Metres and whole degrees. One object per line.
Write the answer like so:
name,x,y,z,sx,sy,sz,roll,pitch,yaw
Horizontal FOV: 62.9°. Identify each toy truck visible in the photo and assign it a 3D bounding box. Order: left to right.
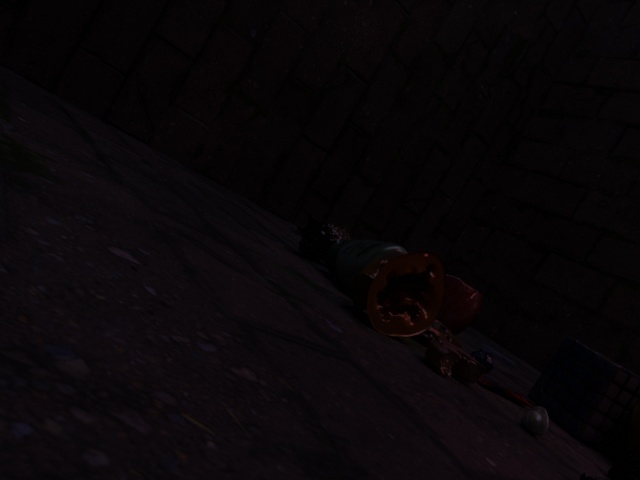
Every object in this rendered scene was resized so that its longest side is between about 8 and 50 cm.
toy truck,0.549,0.391,1.680,0.136,0.074,0.063,32,3,6

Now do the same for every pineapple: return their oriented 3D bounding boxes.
pineapple,-0.003,0.001,1.916,0.165,0.165,0.364,32,6,25

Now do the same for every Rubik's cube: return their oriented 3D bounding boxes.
Rubik's cube,0.802,0.459,1.516,0.238,0.237,0.237,30,5,-15

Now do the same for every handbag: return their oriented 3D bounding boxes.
handbag,0.679,0.517,1.079,0.139,0.072,0.115,45,5,14

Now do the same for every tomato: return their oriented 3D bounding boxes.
tomato,0.392,0.239,1.812,0.309,0.170,0.309,17,-34,12

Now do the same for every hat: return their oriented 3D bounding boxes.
hat,0.158,0.117,1.360,0.233,0.244,0.233,38,-15,-30

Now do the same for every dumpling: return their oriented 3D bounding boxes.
dumpling,0.457,0.380,1.111,0.043,0.059,0.077,41,4,14

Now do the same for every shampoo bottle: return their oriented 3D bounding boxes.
shampoo bottle,0.134,0.079,1.685,0.151,0.222,0.349,64,-17,-14

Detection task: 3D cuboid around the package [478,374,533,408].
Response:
package,0.484,0.399,1.404,0.200,0.022,0.083,28,3,-23

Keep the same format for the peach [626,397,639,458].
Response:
peach,0.870,0.508,1.324,0.251,0.251,0.153,29,-21,-36

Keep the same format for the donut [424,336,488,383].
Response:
donut,0.300,0.276,1.221,0.166,0.065,0.117,30,4,-31

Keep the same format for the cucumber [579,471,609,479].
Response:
cucumber,0.493,0.426,0.816,0.181,0.053,0.053,31,3,23

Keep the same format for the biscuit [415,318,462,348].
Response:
biscuit,0.301,0.249,1.581,0.296,0.075,0.296,31,3,-2
